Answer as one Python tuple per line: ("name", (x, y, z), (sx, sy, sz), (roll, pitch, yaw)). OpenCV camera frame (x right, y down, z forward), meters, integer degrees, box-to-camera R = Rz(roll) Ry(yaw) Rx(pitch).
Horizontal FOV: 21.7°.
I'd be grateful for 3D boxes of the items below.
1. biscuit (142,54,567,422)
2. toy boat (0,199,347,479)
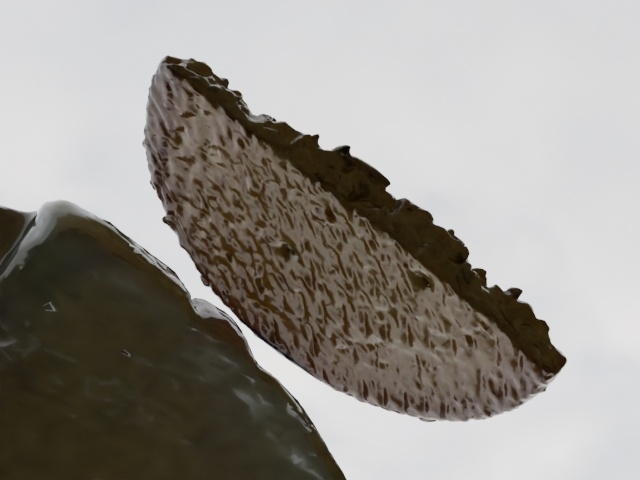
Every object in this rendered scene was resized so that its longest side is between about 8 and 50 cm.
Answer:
("biscuit", (0.002, 0.010, 0.711), (0.206, 0.126, 0.025), (39, -128, 4))
("toy boat", (-0.094, 0.103, 0.527), (0.293, 0.111, 0.276), (12, -62, 1))
